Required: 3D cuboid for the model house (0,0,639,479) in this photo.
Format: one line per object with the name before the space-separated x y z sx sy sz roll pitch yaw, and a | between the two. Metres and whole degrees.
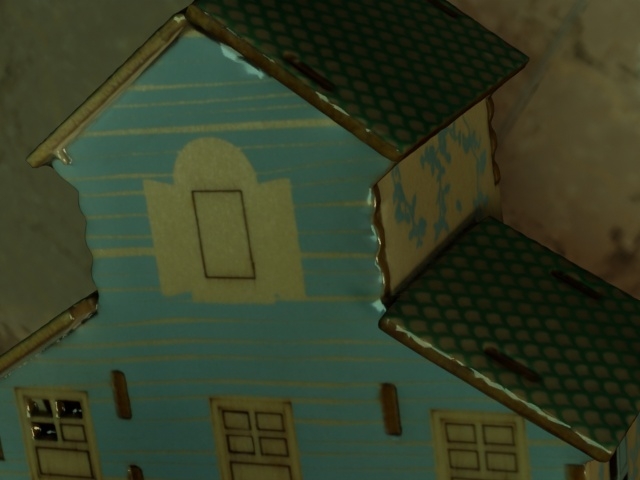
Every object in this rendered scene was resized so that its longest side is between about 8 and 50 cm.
model house | 0.000 0.000 0.584 0.271 0.178 0.206 1 110 28
